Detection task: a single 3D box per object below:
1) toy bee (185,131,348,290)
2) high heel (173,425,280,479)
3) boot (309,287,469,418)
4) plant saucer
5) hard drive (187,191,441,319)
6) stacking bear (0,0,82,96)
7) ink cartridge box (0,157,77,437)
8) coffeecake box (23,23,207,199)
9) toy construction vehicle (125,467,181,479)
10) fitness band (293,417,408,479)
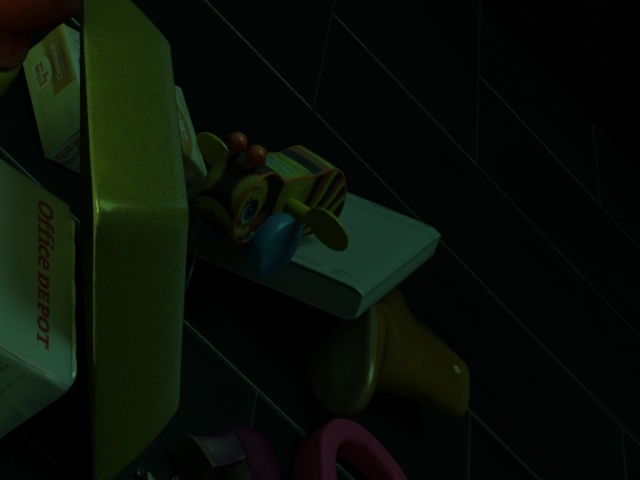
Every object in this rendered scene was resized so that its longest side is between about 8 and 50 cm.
[{"bbox_3d":[-0.059,-0.040,1.907,0.195,0.162,0.298,22,34,6],"label":"toy bee"},{"bbox_3d":[-0.038,0.274,1.736,0.117,0.082,0.244,3,40,-49],"label":"high heel"},{"bbox_3d":[0.091,0.145,2.126,0.211,0.104,0.295,39,22,-23],"label":"boot"},{"bbox_3d":[-0.165,-0.013,1.628,0.081,0.333,0.333,-2,43,-8],"label":"plant saucer"},{"bbox_3d":[0.000,0.000,2.127,0.203,0.040,0.307,22,18,13],"label":"hard drive"},{"bbox_3d":[-0.312,-0.173,1.583,0.164,0.289,0.175,13,46,-57],"label":"stacking bear"},{"bbox_3d":[-0.346,0.001,1.475,0.306,0.131,0.226,38,28,-34],"label":"ink cartridge box"},{"bbox_3d":[-0.216,-0.126,1.983,0.185,0.068,0.142,26,36,-46],"label":"coffeecake box"},{"bbox_3d":[-0.142,0.245,1.649,0.086,0.035,0.098,45,24,-46],"label":"toy construction vehicle"},{"bbox_3d":[0.060,0.305,1.908,0.209,0.054,0.291,39,25,-29],"label":"fitness band"}]
